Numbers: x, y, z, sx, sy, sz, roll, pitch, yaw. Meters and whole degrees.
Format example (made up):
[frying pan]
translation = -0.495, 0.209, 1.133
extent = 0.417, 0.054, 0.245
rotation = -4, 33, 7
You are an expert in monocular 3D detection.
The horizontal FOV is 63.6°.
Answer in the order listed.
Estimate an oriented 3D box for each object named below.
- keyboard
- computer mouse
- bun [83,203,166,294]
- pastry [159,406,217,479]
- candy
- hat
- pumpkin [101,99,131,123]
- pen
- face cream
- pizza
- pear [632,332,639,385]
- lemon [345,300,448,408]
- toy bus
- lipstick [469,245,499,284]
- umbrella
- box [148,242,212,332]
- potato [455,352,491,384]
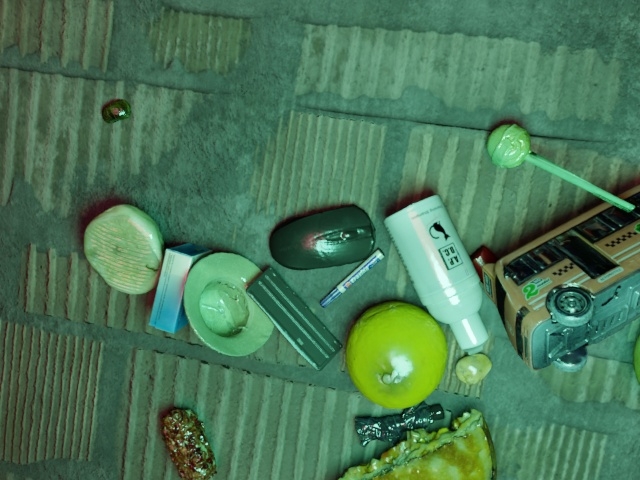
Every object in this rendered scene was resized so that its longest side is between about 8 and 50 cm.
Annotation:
[keyboard]
translation = -0.026, 0.232, 1.274
extent = 0.381, 0.041, 0.103
rotation = 46, 66, 2
[computer mouse]
translation = 0.000, 0.000, 1.246
extent = 0.269, 0.086, 0.138
rotation = -11, 95, 8
[bun]
translation = -0.483, 0.016, 1.302
extent = 0.209, 0.116, 0.237
rotation = 8, 112, 5
[pastry]
translation = -0.342, 0.528, 1.340
extent = 0.115, 0.097, 0.209
rotation = -21, 94, 14
[candy]
translation = 0.501, -0.150, 1.095
extent = 0.335, 0.092, 0.093
rotation = 38, 87, 32
[hat]
translation = -0.244, 0.168, 1.262
extent = 0.130, 0.257, 0.257
rotation = -31, 91, 44
[pumpkin]
translation = -0.528, -0.329, 1.319
extent = 0.083, 0.028, 0.050
rotation = -22, 94, 14
[pen]
translation = 0.077, 0.095, 1.273
extent = 0.204, 0.025, 0.025
rotation = -43, 89, 10
[face cream]
translation = 0.284, 0.090, 1.164
extent = 0.145, 0.145, 0.370
rotation = -27, 85, 10
[pizza]
translation = 0.211, 0.584, 1.242
extent = 0.405, 0.130, 0.441
rotation = 4, 106, 3
[pear]
translation = 0.818, 0.261, 1.050
extent = 0.308, 0.309, 0.310
rotation = 1, 96, 8
[lemon]
translation = 0.171, 0.266, 1.180
extent = 0.240, 0.219, 0.241
rotation = 2, 100, 10
[toy bus]
translation = 0.556, 0.068, 1.049
extent = 0.426, 0.233, 0.203
rotation = -27, 134, -4
[lipstick]
translation = 0.457, 0.131, 1.199
extent = 0.279, 0.073, 0.073
rotation = 44, 100, 2
[umbrella]
translation = 0.197, 0.456, 1.272
extent = 0.224, 0.071, 0.080
rotation = -17, 121, 5
[box]
translation = -0.345, 0.114, 1.279
extent = 0.073, 0.139, 0.194
rotation = 17, 98, 6
[potato]
translation = 0.367, 0.307, 1.239
extent = 0.083, 0.062, 0.068
rotation = -34, 106, -11
